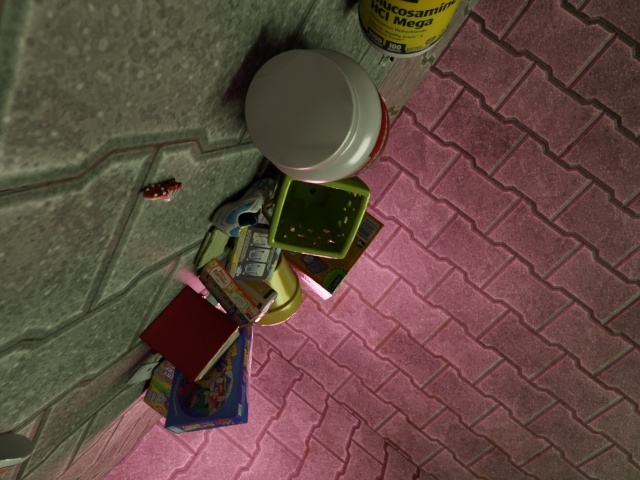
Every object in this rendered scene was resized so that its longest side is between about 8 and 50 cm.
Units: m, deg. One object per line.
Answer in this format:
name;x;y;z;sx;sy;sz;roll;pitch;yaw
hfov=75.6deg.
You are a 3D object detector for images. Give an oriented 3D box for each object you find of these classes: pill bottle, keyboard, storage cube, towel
pill bottle;-0.252;0.155;1.341;0.119;0.208;0.119;-51;176;-6
keyboard;-0.604;0.456;1.433;0.072;0.014;0.256;-57;178;-15
pill bottle;0.162;-0.470;0.687;0.188;0.187;0.334;-52;176;-1
pill bottle;0.012;-0.230;0.805;0.229;0.229;0.407;-53;176;17
storage cube;-0.370;0.278;1.205;0.215;0.193;0.184;-52;176;-21
towel;-0.274;0.005;1.077;0.148;0.027;0.110;-55;175;33

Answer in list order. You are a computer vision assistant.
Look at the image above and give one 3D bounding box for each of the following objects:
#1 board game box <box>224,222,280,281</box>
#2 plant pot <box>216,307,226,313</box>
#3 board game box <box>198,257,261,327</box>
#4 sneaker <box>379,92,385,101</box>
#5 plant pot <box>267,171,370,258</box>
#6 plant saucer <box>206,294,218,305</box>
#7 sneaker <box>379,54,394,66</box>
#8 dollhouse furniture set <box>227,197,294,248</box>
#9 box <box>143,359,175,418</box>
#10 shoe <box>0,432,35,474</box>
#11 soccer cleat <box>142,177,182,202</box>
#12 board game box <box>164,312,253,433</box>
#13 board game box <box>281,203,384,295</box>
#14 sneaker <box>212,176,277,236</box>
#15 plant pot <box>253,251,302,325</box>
board game box;-0.192;0.034;1.200;0.048;0.140;0.171;46;-59;55
plant pot;-0.434;0.334;1.602;0.095;0.134;0.134;-17;-158;42
board game box;-0.260;0.153;1.162;0.045;0.194;0.146;-40;-179;-28
sneaker;0.188;-0.516;1.524;0.075;0.063;0.170;-54;171;18
plant pot;-0.018;-0.110;1.134;0.207;0.226;0.228;-102;-153;-55
plant saucer;-0.371;0.195;1.590;0.195;0.037;0.195;-51;176;-5
sneaker;0.222;-0.595;1.359;0.032;0.036;0.083;-53;178;-12
dollhouse furniture set;-0.139;-0.075;1.359;0.374;0.152;0.201;-34;173;-10
box;-0.530;0.533;1.660;0.290;0.177;0.279;-56;177;41
shoe;-0.590;0.399;0.712;0.081;0.063;0.178;-50;171;-7
soccer cleat;-0.249;-0.073;0.650;0.036;0.029;0.083;-59;178;27
board game box;-0.343;0.407;1.312;0.078;0.233;0.348;65;16;-48
board game box;0.000;0.000;1.785;0.357;0.356;0.356;-52;177;-11
sneaker;-0.172;-0.084;1.035;0.237;0.086;0.085;-50;174;-46
plant pot;-0.203;0.146;1.541;0.254;0.253;0.239;-49;150;-34
